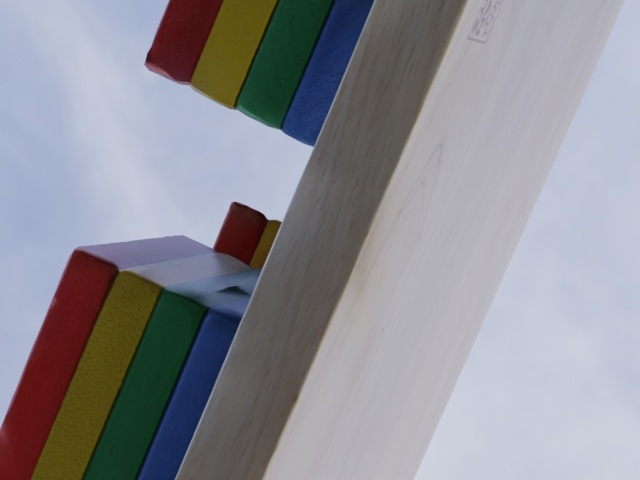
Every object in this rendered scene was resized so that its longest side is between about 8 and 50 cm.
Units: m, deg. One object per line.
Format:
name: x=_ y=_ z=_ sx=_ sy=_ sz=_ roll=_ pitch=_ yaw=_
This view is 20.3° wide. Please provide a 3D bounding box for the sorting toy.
sorting toy: x=0.000 y=0.000 z=0.605 sx=0.089 sy=0.255 sz=0.257 roll=25 pitch=-80 yaw=14
